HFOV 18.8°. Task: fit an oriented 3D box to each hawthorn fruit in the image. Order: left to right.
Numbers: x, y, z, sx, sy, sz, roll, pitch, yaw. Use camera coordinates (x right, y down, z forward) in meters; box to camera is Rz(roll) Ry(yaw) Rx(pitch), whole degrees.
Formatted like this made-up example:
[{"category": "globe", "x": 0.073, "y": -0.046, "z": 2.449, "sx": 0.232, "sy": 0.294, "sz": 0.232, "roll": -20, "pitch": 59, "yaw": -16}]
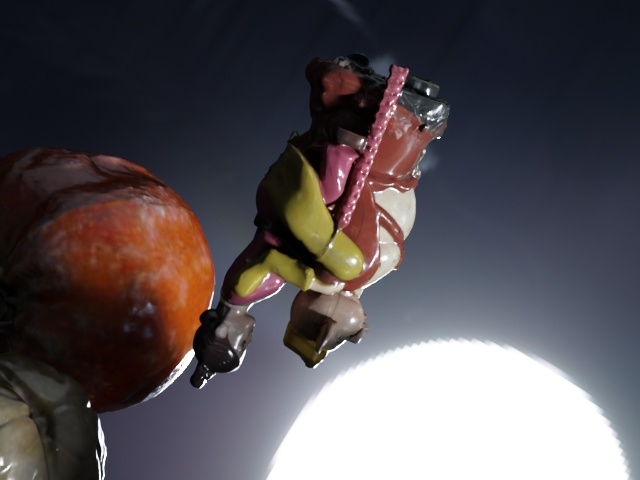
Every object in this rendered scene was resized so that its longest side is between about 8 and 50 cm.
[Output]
[{"category": "hawthorn fruit", "x": -0.188, "y": 0.029, "z": 1.654, "sx": 0.242, "sy": 0.242, "sz": 0.272, "roll": 30, "pitch": -154, "yaw": 32}]

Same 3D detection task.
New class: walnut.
[{"category": "walnut", "x": -0.260, "y": 0.188, "z": 1.484, "sx": 0.178, "sy": 0.230, "sz": 0.178, "roll": 24, "pitch": -143, "yaw": -20}]

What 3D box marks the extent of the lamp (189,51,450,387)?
[{"category": "lamp", "x": 0.000, "y": 0.000, "z": 1.292, "sx": 0.118, "sy": 0.253, "sz": 0.118, "roll": 22, "pitch": -176, "yaw": -2}]
